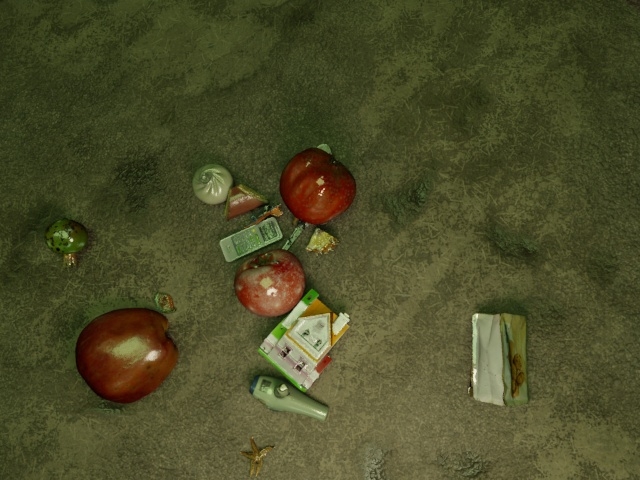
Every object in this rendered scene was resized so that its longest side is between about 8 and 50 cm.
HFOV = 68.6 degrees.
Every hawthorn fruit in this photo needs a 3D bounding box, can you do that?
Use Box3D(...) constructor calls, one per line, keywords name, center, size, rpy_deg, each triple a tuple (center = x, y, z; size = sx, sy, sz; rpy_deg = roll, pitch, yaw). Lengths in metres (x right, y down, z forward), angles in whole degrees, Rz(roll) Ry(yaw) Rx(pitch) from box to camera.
Box3D(name="hawthorn fruit", center=(-0.030, -0.179, 1.797), size=(0.287, 0.287, 0.330), rpy_deg=(44, 120, 13))

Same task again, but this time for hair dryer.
Box3D(name="hair dryer", center=(-0.082, 0.567, 1.662), size=(0.295, 0.298, 0.119), rpy_deg=(31, 66, -20))

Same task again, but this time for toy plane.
Box3D(name="toy plane", center=(-0.235, -0.104, 1.883), size=(0.188, 0.135, 0.062), rpy_deg=(-19, 98, 12))

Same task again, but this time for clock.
Box3D(name="clock", center=(-0.037, 0.357, 1.738), size=(0.235, 0.166, 0.309), rpy_deg=(40, 91, 12))

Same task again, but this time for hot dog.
Box3D(name="hot dog", center=(0.025, -0.305, 1.933), size=(0.099, 0.053, 0.192), rpy_deg=(-19, 81, 1))

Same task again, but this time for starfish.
Box3D(name="starfish", center=(-0.226, 0.783, 1.722), size=(0.130, 0.041, 0.133), rpy_deg=(-27, 77, -2))

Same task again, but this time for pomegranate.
Box3D(name="pomegranate", center=(-1.040, 0.007, 1.925), size=(0.159, 0.159, 0.205), rpy_deg=(-1, 103, 5))

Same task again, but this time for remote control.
Box3D(name="remote control", center=(-0.280, -0.002, 1.905), size=(0.250, 0.034, 0.103), rpy_deg=(-23, 76, 0))

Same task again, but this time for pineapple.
Box3D(name="pineapple", center=(0.000, 0.000, 1.859), size=(0.137, 0.069, 0.116), rpy_deg=(-19, 77, 3))

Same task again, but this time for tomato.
Box3D(name="tomato", center=(-0.184, 0.165, 1.749), size=(0.270, 0.270, 0.227), rpy_deg=(-18, 112, 1))

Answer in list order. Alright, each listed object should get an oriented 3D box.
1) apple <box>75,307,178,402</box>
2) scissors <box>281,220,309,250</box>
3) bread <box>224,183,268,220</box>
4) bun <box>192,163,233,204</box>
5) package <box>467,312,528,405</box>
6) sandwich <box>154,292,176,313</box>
Box3D(name="apple", center=(-0.744, 0.431, 1.814), size=(0.364, 0.295, 0.329), rpy_deg=(-25, 114, 1))
Box3D(name="scissors", center=(-0.060, -0.077, 1.904), size=(0.160, 0.024, 0.318), rpy_deg=(34, 83, 11))
Box3D(name="bread", center=(-0.323, -0.162, 1.911), size=(0.192, 0.119, 0.067), rpy_deg=(-25, 34, 3))
Box3D(name="bun", center=(-0.448, -0.236, 1.931), size=(0.172, 0.120, 0.173), rpy_deg=(-1, 79, 7))
Box3D(name="package", center=(0.628, 0.418, 1.682), size=(0.165, 0.221, 0.311), rpy_deg=(-8, 75, 45))
Box3D(name="sandwich", center=(-0.629, 0.252, 1.887), size=(0.069, 0.026, 0.101), rpy_deg=(-29, 76, 0))
